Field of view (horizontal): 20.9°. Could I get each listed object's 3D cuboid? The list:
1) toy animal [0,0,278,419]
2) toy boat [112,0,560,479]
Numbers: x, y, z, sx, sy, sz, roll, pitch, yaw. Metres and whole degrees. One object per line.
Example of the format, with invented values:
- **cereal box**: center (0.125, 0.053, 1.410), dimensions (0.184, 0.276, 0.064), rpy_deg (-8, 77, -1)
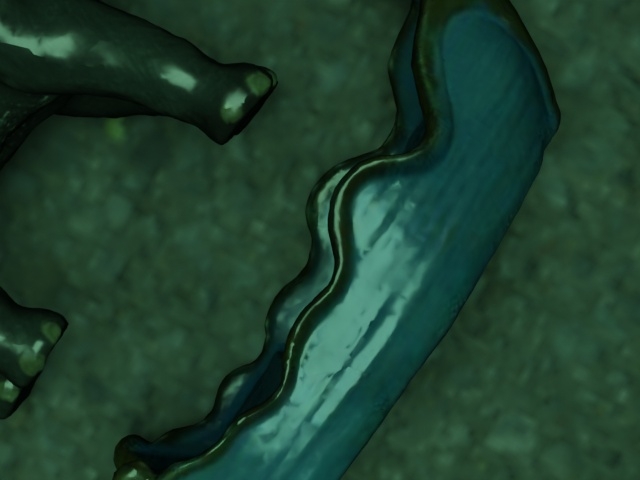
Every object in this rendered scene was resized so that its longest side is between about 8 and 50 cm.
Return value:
- **toy animal**: center (-0.076, -0.069, 0.496), dimensions (0.137, 0.082, 0.269), rpy_deg (31, 95, 0)
- **toy boat**: center (0.000, 0.000, 0.499), dimensions (0.077, 0.075, 0.185), rpy_deg (35, 92, -8)
